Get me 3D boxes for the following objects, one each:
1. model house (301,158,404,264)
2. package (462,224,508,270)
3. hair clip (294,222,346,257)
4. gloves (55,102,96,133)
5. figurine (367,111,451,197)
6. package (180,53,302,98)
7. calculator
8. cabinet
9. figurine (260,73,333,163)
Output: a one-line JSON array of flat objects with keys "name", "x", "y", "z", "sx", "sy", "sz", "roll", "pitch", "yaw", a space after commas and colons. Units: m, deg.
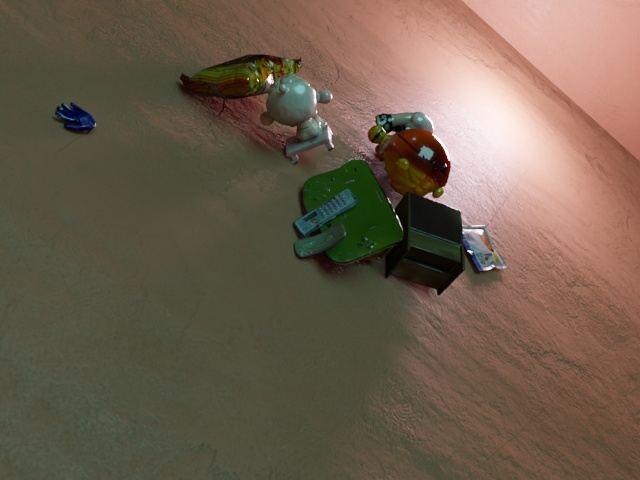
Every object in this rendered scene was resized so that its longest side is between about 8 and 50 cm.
[{"name": "model house", "x": 0.088, "y": -0.045, "z": 1.688, "sx": 0.154, "sy": 0.207, "sz": 0.294, "roll": 65, "pitch": 2, "yaw": -57}, {"name": "package", "x": 0.522, "y": 0.023, "z": 2.063, "sx": 0.173, "sy": 0.027, "sz": 0.171, "roll": -1, "pitch": 60, "yaw": -45}, {"name": "hair clip", "x": 0.000, "y": 0.001, "z": 1.580, "sx": 0.022, "sy": 0.137, "sz": 0.054, "roll": 56, "pitch": 12, "yaw": -55}, {"name": "gloves", "x": -0.536, "y": -0.267, "z": 1.389, "sx": 0.086, "sy": 0.026, "sz": 0.064, "roll": 39, "pitch": 44, "yaw": -10}, {"name": "figurine", "x": 0.290, "y": -0.261, "z": 1.958, "sx": 0.320, "sy": 0.196, "sz": 0.323, "roll": 31, "pitch": 33, "yaw": -28}, {"name": "package", "x": -0.197, "y": -0.430, "z": 1.690, "sx": 0.288, "sy": 0.223, "sz": 0.108, "roll": -35, "pitch": 122, "yaw": -45}, {"name": "calculator", "x": 0.015, "y": -0.072, "z": 1.622, "sx": 0.057, "sy": 0.172, "sz": 0.018, "roll": 55, "pitch": -6, "yaw": 35}, {"name": "cabinet", "x": 0.283, "y": 0.012, "z": 1.766, "sx": 0.175, "sy": 0.148, "sz": 0.215, "roll": 18, "pitch": 48, "yaw": -13}, {"name": "figurine", "x": -0.067, "y": -0.333, "z": 1.677, "sx": 0.257, "sy": 0.182, "sz": 0.144, "roll": 52, "pitch": 47, "yaw": -50}]
